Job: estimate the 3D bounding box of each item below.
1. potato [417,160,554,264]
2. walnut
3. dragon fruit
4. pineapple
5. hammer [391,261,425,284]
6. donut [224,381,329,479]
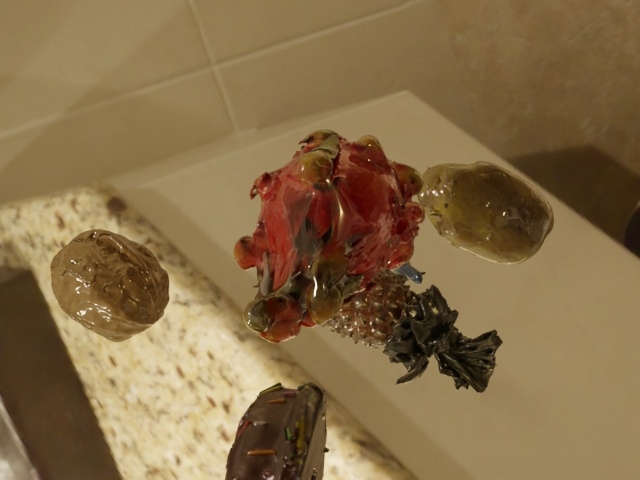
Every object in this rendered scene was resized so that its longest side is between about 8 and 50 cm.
[{"bbox_3d":[0.337,-0.062,1.501,0.297,0.191,0.141,21,169,-4],"label":"potato"},{"bbox_3d":[-0.394,0.082,1.382,0.245,0.198,0.198,30,132,17],"label":"walnut"},{"bbox_3d":[0.000,0.000,0.581,0.133,0.207,0.150,27,140,11],"label":"dragon fruit"},{"bbox_3d":[0.138,0.143,1.189,0.310,0.141,0.170,27,95,15],"label":"pineapple"},{"bbox_3d":[0.201,0.067,1.748,0.194,0.070,0.116,-139,29,-68],"label":"hammer"},{"bbox_3d":[-0.054,0.272,0.844,0.096,0.230,0.216,8,128,11],"label":"donut"}]
